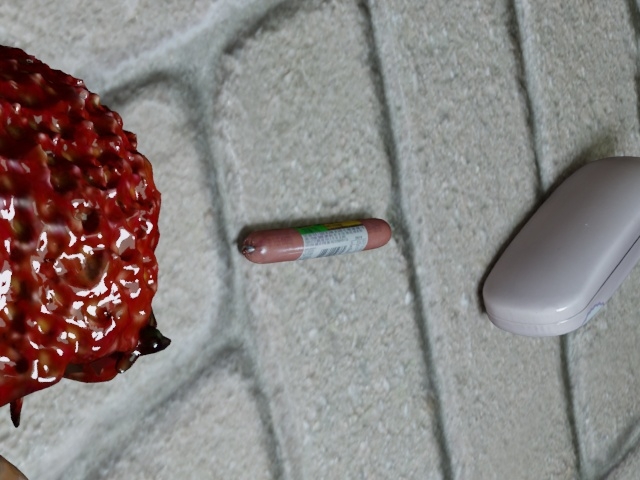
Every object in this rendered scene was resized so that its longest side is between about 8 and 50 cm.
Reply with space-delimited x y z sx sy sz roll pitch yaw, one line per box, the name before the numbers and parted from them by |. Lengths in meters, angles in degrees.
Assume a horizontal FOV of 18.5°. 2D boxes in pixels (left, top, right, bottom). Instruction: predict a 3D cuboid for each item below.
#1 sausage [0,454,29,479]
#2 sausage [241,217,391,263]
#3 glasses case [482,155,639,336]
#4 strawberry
sausage | -0.186 0.325 1.430 0.094 0.094 0.419 -91 166 -58
sausage | 0.000 0.000 1.704 0.223 0.029 0.029 -7 101 -55
glasses case | 0.271 0.002 2.029 0.297 0.113 0.075 -45 132 -42
strawberry | -0.217 -0.031 1.192 0.261 0.261 0.258 -25 120 -52
